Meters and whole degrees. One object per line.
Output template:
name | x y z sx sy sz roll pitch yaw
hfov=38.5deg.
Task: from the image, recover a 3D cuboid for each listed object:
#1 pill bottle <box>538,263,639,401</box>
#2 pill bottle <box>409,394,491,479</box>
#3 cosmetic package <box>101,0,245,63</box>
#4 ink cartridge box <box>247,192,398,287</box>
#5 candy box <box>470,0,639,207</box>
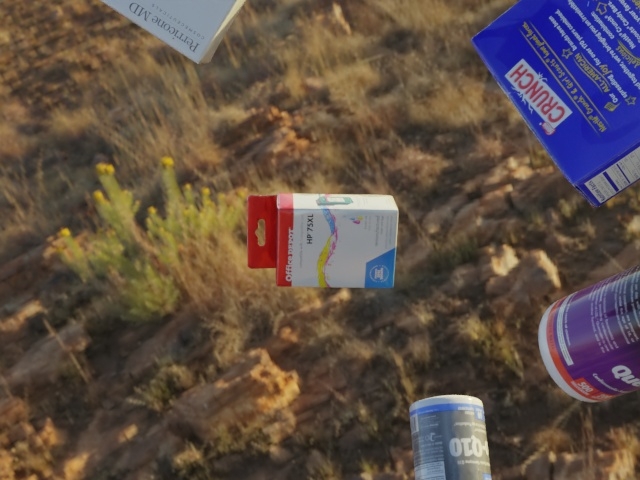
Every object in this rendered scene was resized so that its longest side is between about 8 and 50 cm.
pill bottle | 0.504 0.130 1.416 0.181 0.181 0.323 -47 6 -37
pill bottle | 0.134 0.232 0.932 0.078 0.078 0.137 -11 66 17
cosmetic package | -0.149 -0.452 1.288 0.365 0.197 0.155 -58 8 8
ink cartridge box | 0.000 0.000 1.433 0.231 0.134 0.078 0 21 -3
candy box | 0.390 -0.238 1.135 0.317 0.122 0.268 -35 59 16
